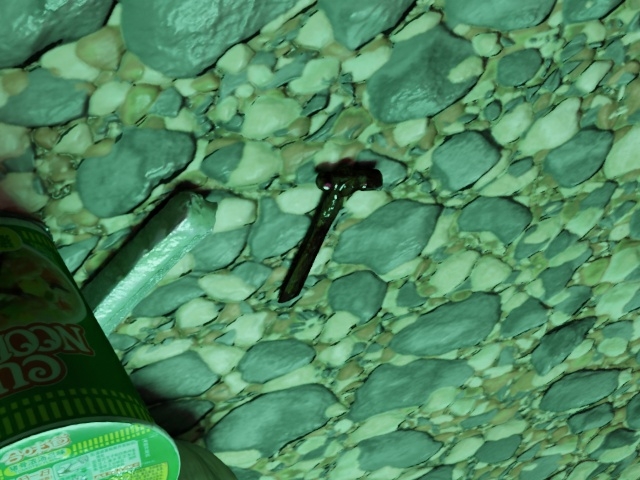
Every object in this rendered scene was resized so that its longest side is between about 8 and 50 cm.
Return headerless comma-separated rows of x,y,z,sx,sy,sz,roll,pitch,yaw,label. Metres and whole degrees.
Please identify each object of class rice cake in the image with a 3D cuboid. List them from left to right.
-0.163,0.036,1.661,0.211,0.034,0.043,-46,145,24,rice cake

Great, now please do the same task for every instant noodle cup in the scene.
-0.243,0.113,1.532,0.207,0.233,0.207,-18,145,-13,instant noodle cup

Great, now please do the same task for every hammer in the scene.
0.000,0.000,1.737,0.065,0.021,0.178,-6,141,-30,hammer

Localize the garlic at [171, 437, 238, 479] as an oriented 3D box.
-0.217,0.296,1.813,0.322,0.241,0.322,-1,147,-1,garlic
